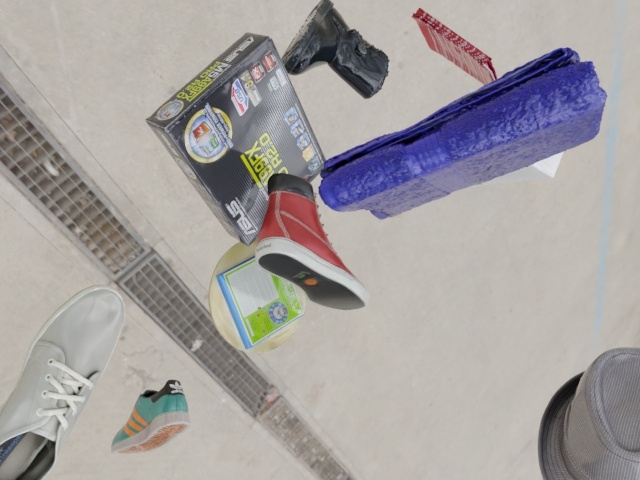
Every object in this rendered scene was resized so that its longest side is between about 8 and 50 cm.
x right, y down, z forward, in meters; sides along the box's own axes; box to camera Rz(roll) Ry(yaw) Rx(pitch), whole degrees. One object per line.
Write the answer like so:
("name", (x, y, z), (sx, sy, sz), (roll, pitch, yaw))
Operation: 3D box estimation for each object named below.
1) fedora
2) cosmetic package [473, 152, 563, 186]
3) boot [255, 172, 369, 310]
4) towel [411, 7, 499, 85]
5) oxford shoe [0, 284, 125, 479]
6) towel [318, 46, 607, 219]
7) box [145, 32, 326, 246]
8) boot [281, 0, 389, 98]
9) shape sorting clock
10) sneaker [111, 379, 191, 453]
("fedora", (0.420, 0.245, 0.712), (0.275, 0.244, 0.124), (-43, 131, -32))
("cosmetic package", (0.444, -0.256, 1.418), (0.197, 0.365, 0.155), (26, 85, -16))
("boot", (0.000, 0.000, 0.861), (0.244, 0.088, 0.176), (39, 43, -41))
("towel", (0.365, -0.491, 1.420), (0.031, 0.275, 0.199), (-47, 152, 11))
("oxford shoe", (-0.507, 0.292, 1.032), (0.169, 0.130, 0.449), (48, 58, -38))
("towel", (0.167, -0.113, 0.648), (0.228, 0.308, 0.076), (2, 69, -66))
("box", (-0.116, -0.153, 0.863), (0.216, 0.060, 0.270), (-48, 139, -18))
("boot", (0.042, -0.366, 1.105), (0.207, 0.094, 0.246), (38, 48, -19))
("shape sorting clock", (-0.108, 0.097, 0.961), (0.206, 0.040, 0.206), (1, 88, -37))
("sneaker", (-0.416, 0.438, 1.320), (0.108, 0.121, 0.302), (21, 135, -41))
